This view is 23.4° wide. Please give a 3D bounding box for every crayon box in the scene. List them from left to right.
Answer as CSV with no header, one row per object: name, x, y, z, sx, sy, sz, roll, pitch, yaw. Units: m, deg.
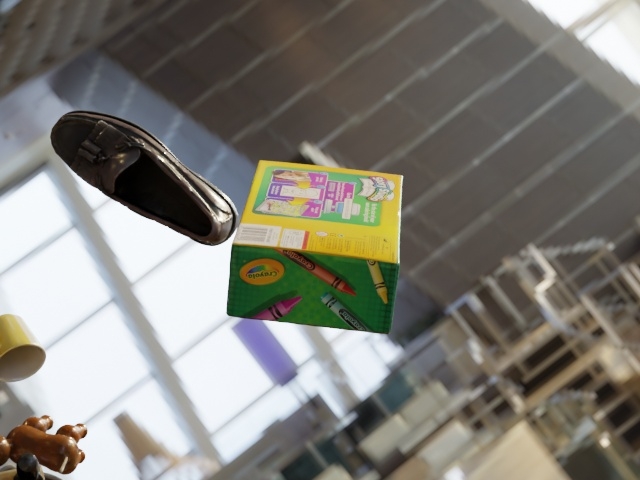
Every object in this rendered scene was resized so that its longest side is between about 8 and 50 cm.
crayon box,0.000,0.000,1.625,0.278,0.165,0.081,-79,-5,-69

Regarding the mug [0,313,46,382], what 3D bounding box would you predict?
mug,-0.353,0.113,1.759,0.062,0.064,0.078,-24,-38,-11

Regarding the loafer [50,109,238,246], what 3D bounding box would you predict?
loafer,-0.253,-0.091,2.187,0.109,0.302,0.095,-59,-3,10

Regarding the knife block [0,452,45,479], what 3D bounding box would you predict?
knife block,-0.287,0.268,1.477,0.242,0.088,0.275,-24,-18,30

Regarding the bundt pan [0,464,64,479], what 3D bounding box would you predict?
bundt pan,-0.429,0.482,2.110,0.331,0.331,0.124,-37,-12,-17

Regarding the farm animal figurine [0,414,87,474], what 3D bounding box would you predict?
farm animal figurine,-0.354,0.386,1.795,0.330,0.327,0.172,-56,-11,17
